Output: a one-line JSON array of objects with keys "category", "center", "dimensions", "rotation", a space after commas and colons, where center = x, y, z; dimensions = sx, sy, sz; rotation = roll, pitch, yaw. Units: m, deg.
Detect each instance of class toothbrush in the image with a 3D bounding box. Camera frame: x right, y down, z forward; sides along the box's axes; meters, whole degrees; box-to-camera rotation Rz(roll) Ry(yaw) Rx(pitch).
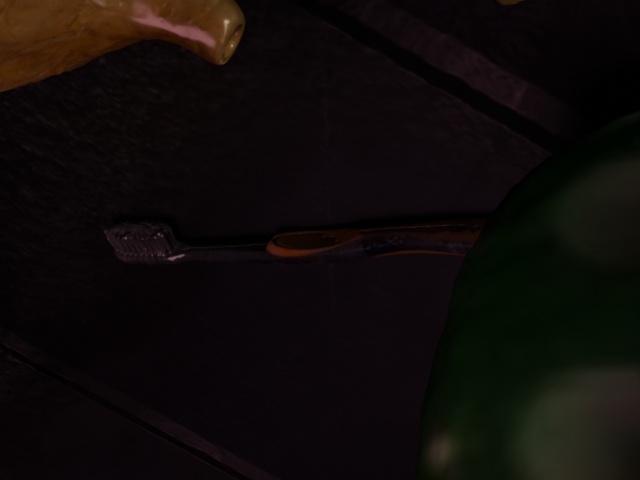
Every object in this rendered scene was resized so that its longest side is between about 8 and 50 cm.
[{"category": "toothbrush", "center": [0.001, 0.002, 0.870], "dimensions": [0.321, 0.023, 0.031], "rotation": [1, 140, 30]}]

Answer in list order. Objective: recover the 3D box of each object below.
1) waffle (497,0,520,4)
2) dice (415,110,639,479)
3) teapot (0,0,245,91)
[{"category": "waffle", "center": [0.050, -0.211, 0.501], "dimensions": [0.300, 0.058, 0.281], "rotation": [-25, 122, 30]}, {"category": "dice", "center": [0.213, 0.123, 0.644], "dimensions": [0.287, 0.300, 0.297], "rotation": [1, 137, 23]}, {"category": "teapot", "center": [-0.147, -0.188, 0.621], "dimensions": [0.311, 0.167, 0.203], "rotation": [52, -173, 4]}]
